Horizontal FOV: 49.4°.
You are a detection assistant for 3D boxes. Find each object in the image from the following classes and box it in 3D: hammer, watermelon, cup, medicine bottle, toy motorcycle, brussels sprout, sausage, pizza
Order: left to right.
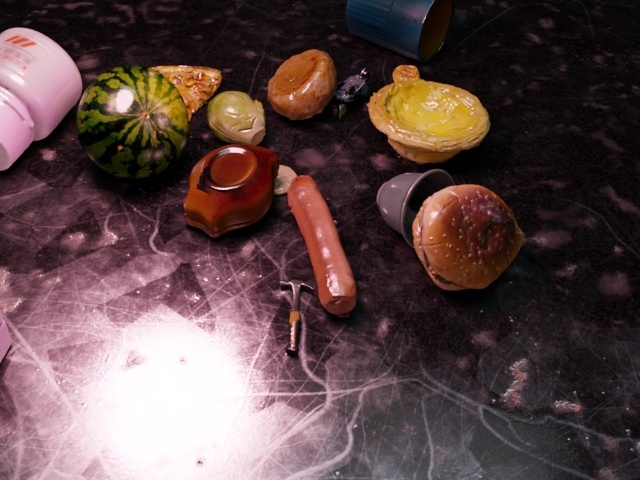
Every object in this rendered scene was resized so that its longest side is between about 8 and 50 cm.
[{"bbox_3d":[-0.812,-0.368,1.822,0.255,0.256,0.325,18,56,13],"label":"medicine bottle"},{"bbox_3d":[-0.470,-0.297,1.766,0.284,0.285,0.285,2,46,-3],"label":"watermelon"},{"bbox_3d":[-0.453,-0.445,2.057,0.251,0.074,0.288,15,45,13],"label":"pizza"},{"bbox_3d":[-0.240,-0.340,1.937,0.145,0.131,0.183,1,41,-35],"label":"brussels sprout"},{"bbox_3d":[-0.053,0.165,1.533,0.078,0.021,0.201,3,46,-2],"label":"hammer"},{"bbox_3d":[0.000,0.000,1.652,0.094,0.094,0.419,15,38,-33],"label":"sausage"},{"bbox_3d":[0.095,-0.446,2.085,0.058,0.100,0.173,29,53,20],"label":"toy motorcycle"},{"bbox_3d":[0.275,-0.763,2.309,0.292,0.242,0.308,26,52,22],"label":"cup"},{"bbox_3d":[0.218,-0.093,1.718,0.199,0.199,0.150,-31,35,-30],"label":"cup"}]

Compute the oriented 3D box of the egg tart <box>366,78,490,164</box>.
[{"bbox_3d":[0.298,-0.328,1.963,0.345,0.133,0.346,3,46,-3],"label":"egg tart"}]

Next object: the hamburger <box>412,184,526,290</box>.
[{"bbox_3d":[0.340,-0.006,1.607,0.285,0.146,0.243,12,76,-30],"label":"hamburger"}]

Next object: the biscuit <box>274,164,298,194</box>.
[{"bbox_3d":[-0.117,-0.162,1.848,0.120,0.015,0.120,2,46,-2],"label":"biscuit"}]

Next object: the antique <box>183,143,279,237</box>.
[{"bbox_3d":[-0.218,-0.137,1.731,0.223,0.129,0.278,32,57,24],"label":"antique"}]

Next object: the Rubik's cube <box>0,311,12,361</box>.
[{"bbox_3d":[-0.801,0.185,1.246,0.321,0.319,0.316,8,45,2],"label":"Rubik's cube"}]

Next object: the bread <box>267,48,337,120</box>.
[{"bbox_3d":[-0.046,-0.444,2.017,0.229,0.123,0.230,-24,42,24],"label":"bread"}]

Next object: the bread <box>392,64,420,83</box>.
[{"bbox_3d":[0.271,-0.515,2.204,0.083,0.044,0.111,-2,45,-2],"label":"bread"}]
